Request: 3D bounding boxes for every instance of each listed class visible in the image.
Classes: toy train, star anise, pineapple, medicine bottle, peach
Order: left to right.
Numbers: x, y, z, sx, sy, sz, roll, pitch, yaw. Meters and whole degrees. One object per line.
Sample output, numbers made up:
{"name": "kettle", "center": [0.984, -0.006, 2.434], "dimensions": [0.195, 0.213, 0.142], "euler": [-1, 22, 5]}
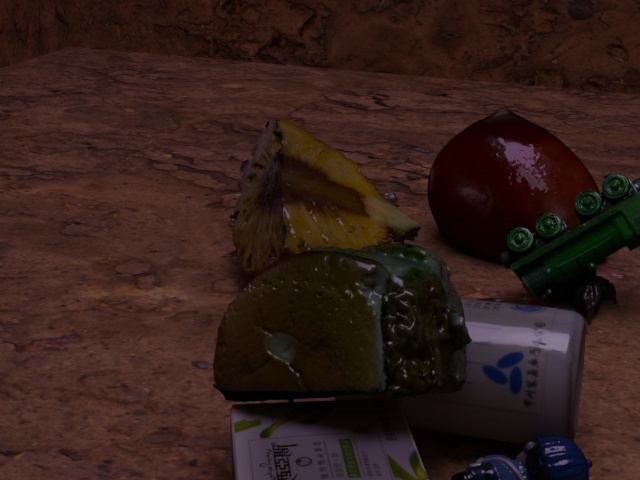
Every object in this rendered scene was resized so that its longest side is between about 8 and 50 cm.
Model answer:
{"name": "pineapple", "center": [0.003, 0.001, 1.794], "dimensions": [0.286, 0.209, 0.344], "euler": [21, 38, -24]}
{"name": "medicine bottle", "center": [0.171, 0.155, 1.320], "dimensions": [0.292, 0.170, 0.170], "euler": [4, 21, 18]}
{"name": "peach", "center": [0.359, -0.063, 1.918], "dimensions": [0.338, 0.281, 0.281], "euler": [48, 39, 15]}
{"name": "toy train", "center": [0.403, -0.004, 1.659], "dimensions": [0.251, 0.085, 0.119], "euler": [-32, 59, 11]}
{"name": "star anise", "center": [0.455, 0.003, 1.683], "dimensions": [0.218, 0.228, 0.148], "euler": [9, 13, -9]}

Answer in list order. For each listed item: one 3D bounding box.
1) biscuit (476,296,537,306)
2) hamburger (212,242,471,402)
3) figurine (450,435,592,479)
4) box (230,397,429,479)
{"name": "biscuit", "center": [0.237, 0.116, 1.567], "dimensions": [0.215, 0.034, 0.182], "euler": [-19, 18, -39]}
{"name": "hamburger", "center": [0.028, 0.092, 1.206], "dimensions": [0.287, 0.192, 0.167], "euler": [-4, -15, 26]}
{"name": "figurine", "center": [0.221, 0.258, 1.186], "dimensions": [0.149, 0.087, 0.086], "euler": [-7, 60, -18]}
{"name": "box", "center": [0.008, 0.270, 1.100], "dimensions": [0.194, 0.111, 0.260], "euler": [-2, 23, -7]}
